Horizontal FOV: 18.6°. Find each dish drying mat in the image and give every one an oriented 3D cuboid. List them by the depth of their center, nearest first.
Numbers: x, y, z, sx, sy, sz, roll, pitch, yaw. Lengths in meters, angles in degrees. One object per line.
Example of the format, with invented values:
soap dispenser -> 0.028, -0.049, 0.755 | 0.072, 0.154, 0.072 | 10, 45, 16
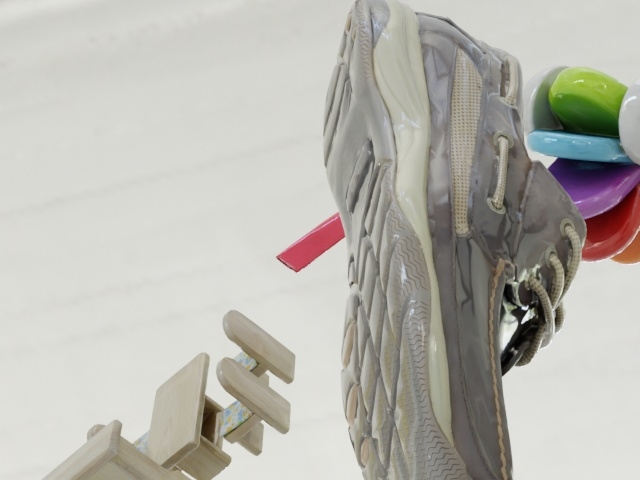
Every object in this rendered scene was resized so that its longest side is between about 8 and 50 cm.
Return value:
dish drying mat -> 0.000, 0.000, 1.807 | 0.032, 0.083, 0.008 | 36, -26, 38

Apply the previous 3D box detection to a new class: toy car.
toy car -> 0.233, -0.055, 1.613 | 0.159, 0.136, 0.182 | 12, -35, 47

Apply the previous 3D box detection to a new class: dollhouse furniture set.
dollhouse furniture set -> -0.159, 0.190, 1.855 | 0.161, 0.242, 0.212 | 39, -62, -22

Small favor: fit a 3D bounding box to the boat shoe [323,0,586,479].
boat shoe -> 0.082, 0.003, 1.069 | 0.130, 0.355, 0.132 | 5, -38, -11
